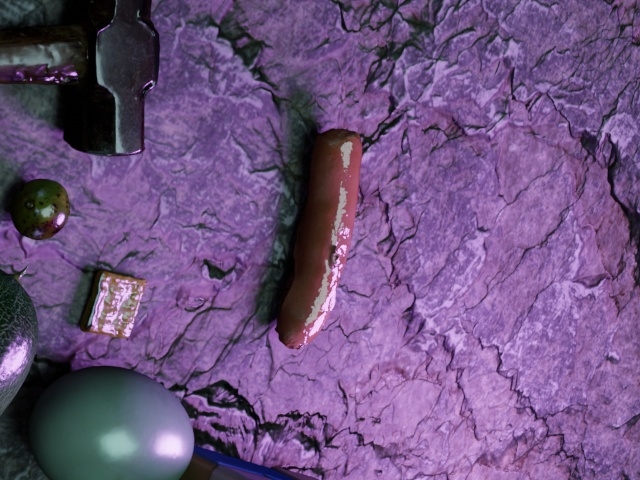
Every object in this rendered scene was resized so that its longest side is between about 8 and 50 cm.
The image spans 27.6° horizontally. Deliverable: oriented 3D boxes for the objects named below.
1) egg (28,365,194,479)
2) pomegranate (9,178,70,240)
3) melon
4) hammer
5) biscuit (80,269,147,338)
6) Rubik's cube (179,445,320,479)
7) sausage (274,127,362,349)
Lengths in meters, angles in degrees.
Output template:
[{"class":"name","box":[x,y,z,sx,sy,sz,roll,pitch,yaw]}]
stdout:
[{"class":"egg","box":[-0.256,0.242,1.617,0.231,0.168,0.168,23,88,-47]},{"class":"pomegranate","box":[-0.325,-0.030,1.522,0.073,0.073,0.084,-43,146,-26]},{"class":"melon","box":[-0.415,0.132,1.406,0.287,0.182,0.182,-47,133,-21]},{"class":"hammer","box":[-0.363,-0.204,1.418,0.409,0.095,0.242,-8,110,-38]},{"class":"biscuit","box":[-0.263,0.082,1.660,0.081,0.018,0.083,14,95,-47]},{"class":"Rubik's cube","box":[-0.054,0.500,1.731,0.346,0.347,0.344,28,83,-48]},{"class":"sausage","box":[0.002,-0.001,1.857,0.087,0.079,0.326,-1,107,-46]}]
